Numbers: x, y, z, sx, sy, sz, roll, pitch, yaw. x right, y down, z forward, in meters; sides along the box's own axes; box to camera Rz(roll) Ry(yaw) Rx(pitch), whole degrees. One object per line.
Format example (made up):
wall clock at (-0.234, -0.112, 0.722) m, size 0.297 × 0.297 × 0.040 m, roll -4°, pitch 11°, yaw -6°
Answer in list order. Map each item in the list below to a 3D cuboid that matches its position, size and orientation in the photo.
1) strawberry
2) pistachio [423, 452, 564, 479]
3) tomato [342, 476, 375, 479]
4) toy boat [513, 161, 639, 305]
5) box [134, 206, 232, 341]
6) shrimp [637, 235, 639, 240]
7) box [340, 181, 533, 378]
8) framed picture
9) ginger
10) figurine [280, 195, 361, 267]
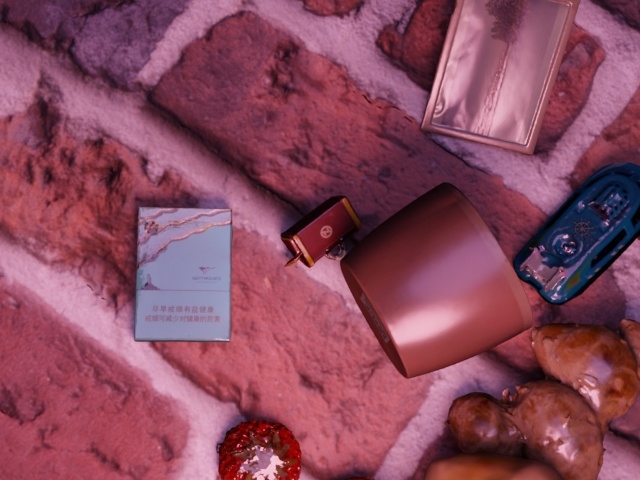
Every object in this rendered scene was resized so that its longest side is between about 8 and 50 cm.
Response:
strawberry at (-0.098, 0.357, 1.526) m, size 0.145 × 0.086 × 0.145 m, roll 1°, pitch 80°, yaw -7°
pistachio at (0.309, 0.505, 1.388) m, size 0.281 × 0.365 × 0.445 m, roll -39°, pitch 85°, yaw -10°
tomato at (0.074, 0.464, 1.490) m, size 0.167 × 0.167 × 0.167 m, roll 1°, pitch 78°, yaw -6°
toy boat at (0.474, -0.027, 1.641) m, size 0.134 × 0.092 × 0.299 m, roll 42°, pitch 82°, yaw 20°
box at (-0.230, 0.057, 1.594) m, size 0.162 × 0.041 × 0.229 m, roll 1°, pitch 79°, yaw -6°
shrimp at (0.648, -0.004, 1.696) m, size 0.152 × 0.046 × 0.219 m, roll -5°, pitch 75°, yaw -8°
box at (0.174, 0.076, 1.517) m, size 0.216 × 0.301 × 0.301 m, roll -29°, pitch 83°, yaw -3°
framed picture at (0.315, -0.310, 1.659) m, size 0.213 × 0.016 × 0.289 m, roll 12°, pitch 112°, yaw -4°
ginger at (0.407, 0.261, 1.557) m, size 0.375 × 0.176 × 0.256 m, roll -42°, pitch 70°, yaw -12°
figurine at (0.000, 0.001, 1.621) m, size 0.154 × 0.082 × 0.098 m, roll -40°, pitch 104°, yaw -12°
